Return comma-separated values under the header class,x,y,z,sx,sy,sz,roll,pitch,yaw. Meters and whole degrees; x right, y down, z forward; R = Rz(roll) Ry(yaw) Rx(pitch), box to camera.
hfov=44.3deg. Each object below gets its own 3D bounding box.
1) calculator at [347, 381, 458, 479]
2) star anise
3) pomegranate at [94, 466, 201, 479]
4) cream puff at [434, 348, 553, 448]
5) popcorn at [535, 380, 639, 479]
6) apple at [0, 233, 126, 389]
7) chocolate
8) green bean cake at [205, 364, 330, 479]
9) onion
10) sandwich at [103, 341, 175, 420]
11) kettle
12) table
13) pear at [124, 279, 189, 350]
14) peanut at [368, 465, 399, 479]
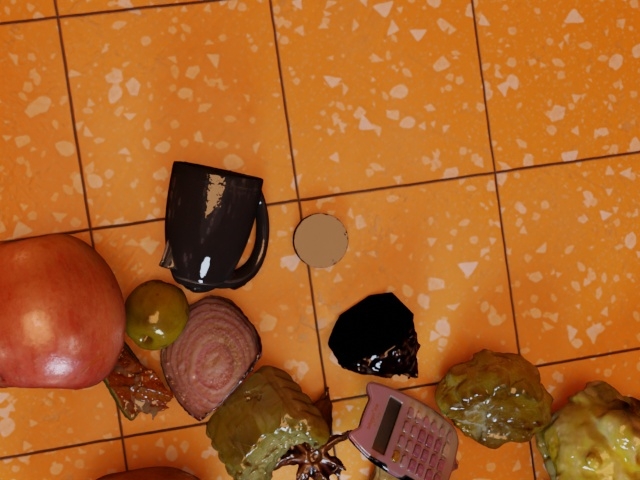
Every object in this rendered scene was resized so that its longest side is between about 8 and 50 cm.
class,x,y,z,sx,sy,sz,roll,pitch,yaw
calculator,0.204,0.469,1.856,0.294,0.043,0.194,32,56,-11
star anise,-0.051,0.515,1.863,0.237,0.148,0.347,23,91,15
pomegranate,-0.378,0.701,1.717,0.416,0.416,0.417,0,91,-7
cream puff,0.418,0.369,1.906,0.281,0.185,0.282,3,131,3
popcorn,0.668,0.514,1.869,0.312,0.312,0.313,0,91,-7
apple,-0.595,0.149,1.679,0.363,0.364,0.364,0,91,-7
chocolate,0.148,0.270,1.867,0.206,0.224,0.177,-33,118,-6
green bean cake,-0.125,0.428,1.769,0.236,0.124,0.233,-46,57,6
onion,-0.246,0.267,1.847,0.250,0.111,0.247,-46,59,6
sandwich,-0.433,0.324,1.800,0.109,0.160,0.185,-38,101,-22
kettle,-0.232,-0.019,1.809,0.268,0.207,0.291,7,97,-34
table,0.000,0.000,1.900,0.133,0.043,0.134,0,92,-6
pear,-0.377,0.166,1.803,0.148,0.149,0.162,21,57,-7
peanut,0.165,0.560,1.902,0.103,0.098,0.230,18,87,-38
